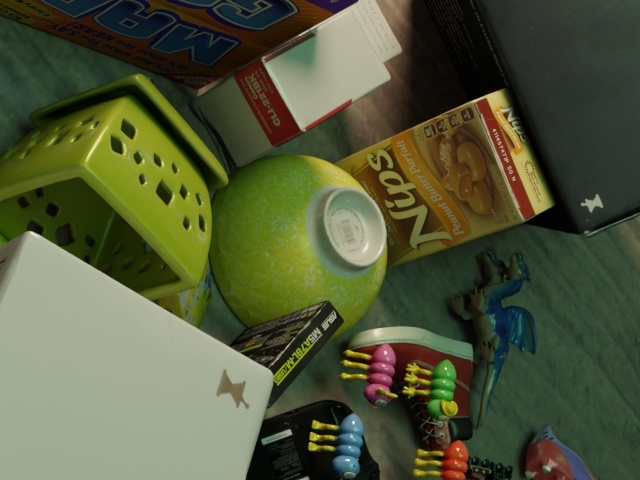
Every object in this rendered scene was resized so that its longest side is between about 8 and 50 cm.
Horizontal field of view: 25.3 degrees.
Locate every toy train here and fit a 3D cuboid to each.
[{"bbox_3d":[0.237,0.351,2.197,0.158,0.027,0.036,20,75,-36],"label":"toy train"}]

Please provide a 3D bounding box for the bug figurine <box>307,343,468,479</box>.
[{"bbox_3d":[0.119,0.260,2.001,0.279,0.072,0.216,18,69,-33],"label":"bug figurine"}]

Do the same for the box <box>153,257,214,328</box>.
[{"bbox_3d":[-0.177,0.071,1.864,0.043,0.179,0.105,13,57,12],"label":"box"}]

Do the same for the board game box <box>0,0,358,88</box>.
[{"bbox_3d":[-0.190,-0.464,1.870,0.356,0.356,0.356,18,65,-36],"label":"board game box"}]

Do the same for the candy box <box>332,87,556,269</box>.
[{"bbox_3d":[0.173,-0.082,2.086,0.087,0.316,0.183,-24,92,-42],"label":"candy box"}]

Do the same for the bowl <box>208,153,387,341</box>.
[{"bbox_3d":[0.000,0.000,2.019,0.289,0.156,0.289,14,68,-37],"label":"bowl"}]

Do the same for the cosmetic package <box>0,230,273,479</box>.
[{"bbox_3d":[-0.319,0.244,1.498,0.327,0.393,0.329,34,55,-28],"label":"cosmetic package"}]

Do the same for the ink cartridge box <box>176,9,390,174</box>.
[{"bbox_3d":[-0.072,-0.185,1.940,0.197,0.273,0.114,-35,97,-42],"label":"ink cartridge box"}]

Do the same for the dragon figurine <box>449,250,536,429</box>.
[{"bbox_3d":[0.286,0.148,2.266,0.144,0.085,0.289,3,72,-40],"label":"dragon figurine"}]

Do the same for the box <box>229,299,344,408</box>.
[{"bbox_3d":[-0.084,0.165,1.867,0.045,0.190,0.184,52,49,-14],"label":"box"}]

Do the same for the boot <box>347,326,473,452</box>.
[{"bbox_3d":[0.139,0.226,2.116,0.244,0.088,0.176,16,67,-40],"label":"boot"}]

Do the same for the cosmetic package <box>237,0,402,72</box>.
[{"bbox_3d":[-0.012,-0.287,2.105,0.183,0.151,0.151,-35,99,-42],"label":"cosmetic package"}]

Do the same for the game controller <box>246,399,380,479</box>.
[{"bbox_3d":[-0.049,0.323,1.945,0.319,0.067,0.166,-13,71,-43],"label":"game controller"}]

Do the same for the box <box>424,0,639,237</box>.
[{"bbox_3d":[0.384,-0.282,2.190,0.297,0.472,0.480,-24,94,1],"label":"box"}]

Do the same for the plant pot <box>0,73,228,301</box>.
[{"bbox_3d":[-0.261,-0.065,1.755,0.227,0.228,0.207,50,44,-32],"label":"plant pot"}]

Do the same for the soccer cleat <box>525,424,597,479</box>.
[{"bbox_3d":[0.425,0.400,2.311,0.248,0.083,0.095,42,48,-20],"label":"soccer cleat"}]
